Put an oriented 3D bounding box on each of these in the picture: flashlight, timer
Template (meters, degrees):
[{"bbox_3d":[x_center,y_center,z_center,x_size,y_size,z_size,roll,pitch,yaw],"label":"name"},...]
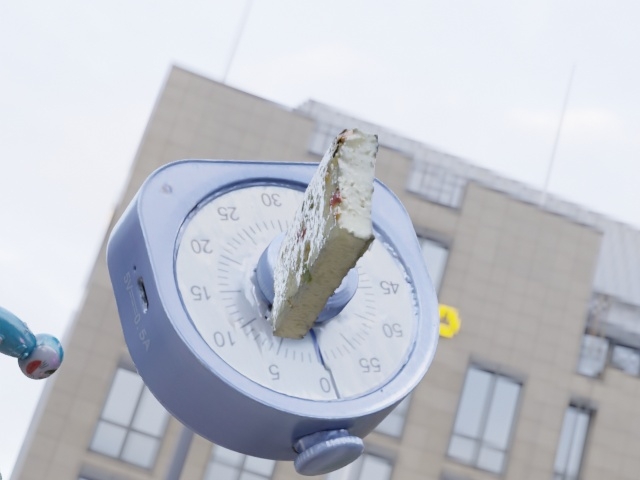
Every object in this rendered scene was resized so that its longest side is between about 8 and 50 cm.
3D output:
[{"bbox_3d":[-0.315,0.096,1.492,0.051,0.051,0.129,-11,-42,46],"label":"flashlight"},{"bbox_3d":[-0.036,0.082,1.690,0.395,0.395,0.173,24,-42,-15],"label":"timer"}]

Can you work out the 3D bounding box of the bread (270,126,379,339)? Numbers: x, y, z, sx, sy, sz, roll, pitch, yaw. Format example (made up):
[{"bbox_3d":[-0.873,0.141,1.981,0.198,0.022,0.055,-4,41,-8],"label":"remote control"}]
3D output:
[{"bbox_3d":[0.000,0.000,0.843,0.028,0.068,0.153,9,-27,-12],"label":"bread"}]

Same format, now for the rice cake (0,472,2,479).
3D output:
[{"bbox_3d":[-0.153,0.053,0.492,0.066,0.063,0.336,-9,-74,25],"label":"rice cake"}]
